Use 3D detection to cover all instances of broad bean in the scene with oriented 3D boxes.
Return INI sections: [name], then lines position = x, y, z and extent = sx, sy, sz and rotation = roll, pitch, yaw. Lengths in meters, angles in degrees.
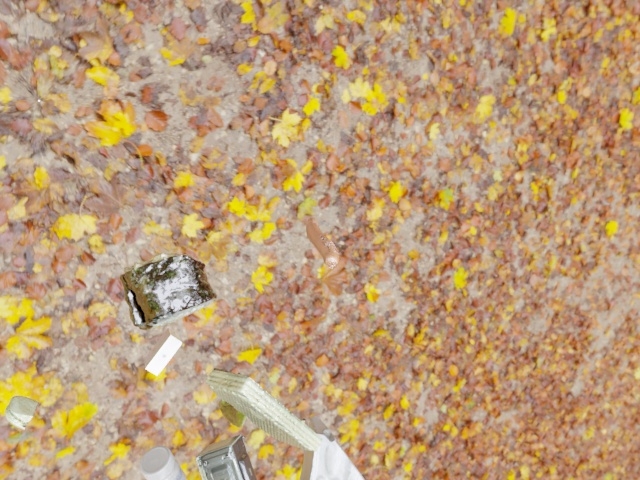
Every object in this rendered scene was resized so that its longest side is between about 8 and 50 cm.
[broad bean]
position = -0.334, 0.648, 1.787
extent = 0.072, 0.206, 0.153
rotation = -27, 85, -31

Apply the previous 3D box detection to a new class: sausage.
[sausage]
position = 0.000, 0.001, 1.853
extent = 0.078, 0.304, 0.078
rotation = -13, 128, -17

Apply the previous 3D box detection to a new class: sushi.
[sushi]
position = -0.404, 0.130, 1.210
extent = 0.210, 0.350, 0.171
rotation = -20, 87, -24

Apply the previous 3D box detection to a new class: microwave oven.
[microwave oven]
position = -0.328, 0.821, 1.625
extent = 0.163, 0.129, 0.205
rotation = -23, 84, 8

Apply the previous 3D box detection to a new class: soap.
[soap]
position = 0.092, 0.666, 1.317
extent = 0.302, 0.159, 0.258
rotation = 11, 78, -5

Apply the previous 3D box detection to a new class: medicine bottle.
[medicine bottle]
position = -0.512, 0.764, 1.512
extent = 0.105, 0.105, 0.168
rotation = -28, 127, -22

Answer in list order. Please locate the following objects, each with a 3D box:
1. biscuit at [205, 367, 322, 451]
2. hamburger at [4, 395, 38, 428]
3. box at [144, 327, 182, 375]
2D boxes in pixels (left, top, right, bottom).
[biscuit]
position = -0.094, 0.285, 0.770
extent = 0.199, 0.121, 0.041
rotation = 49, 54, -27
[hamburger]
position = -0.971, 0.546, 1.493
extent = 0.084, 0.121, 0.054
rotation = 35, 93, -22
[box]
position = -0.526, 0.369, 1.542
extent = 0.051, 0.130, 0.129
rotation = 40, 77, -17
